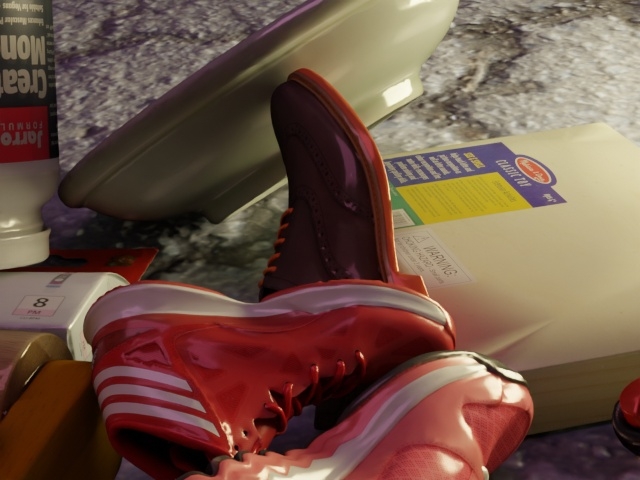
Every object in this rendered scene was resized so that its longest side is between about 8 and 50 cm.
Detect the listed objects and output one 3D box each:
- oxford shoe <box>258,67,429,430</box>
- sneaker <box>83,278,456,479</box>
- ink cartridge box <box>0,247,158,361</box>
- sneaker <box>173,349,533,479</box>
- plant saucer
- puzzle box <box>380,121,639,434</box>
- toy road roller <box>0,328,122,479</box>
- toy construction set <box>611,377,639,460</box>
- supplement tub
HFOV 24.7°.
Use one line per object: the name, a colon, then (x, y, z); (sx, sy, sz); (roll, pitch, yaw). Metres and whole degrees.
oxford shoe: (0.000, 0.000, 0.979); (0.098, 0.097, 0.271); (-14, 60, -11)
sneaker: (-0.021, 0.094, 0.829); (0.221, 0.087, 0.128); (-1, 49, -13)
ink cartridge box: (-0.244, 0.034, 1.123); (0.189, 0.066, 0.232); (0, 28, 10)
sneaker: (0.031, 0.163, 0.762); (0.136, 0.116, 0.314); (44, 39, 22)
plant saucer: (-0.027, -0.109, 1.229); (0.400, 0.100, 0.400); (-32, 1, 0)
puzzle box: (0.175, 0.011, 1.109); (0.272, 0.052, 0.409); (-9, 24, -11)
toy road roller: (-0.253, 0.094, 0.754); (0.203, 0.240, 0.329); (3, 25, 14)
toy construction set: (0.284, 0.108, 0.749); (0.215, 0.151, 0.327); (-30, 17, 1)
supplement tub: (-0.298, -0.117, 1.120); (0.191, 0.272, 0.191); (-2, 6, 0)
